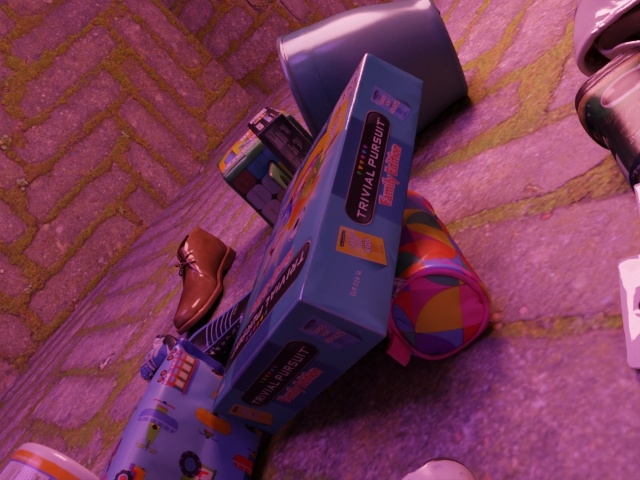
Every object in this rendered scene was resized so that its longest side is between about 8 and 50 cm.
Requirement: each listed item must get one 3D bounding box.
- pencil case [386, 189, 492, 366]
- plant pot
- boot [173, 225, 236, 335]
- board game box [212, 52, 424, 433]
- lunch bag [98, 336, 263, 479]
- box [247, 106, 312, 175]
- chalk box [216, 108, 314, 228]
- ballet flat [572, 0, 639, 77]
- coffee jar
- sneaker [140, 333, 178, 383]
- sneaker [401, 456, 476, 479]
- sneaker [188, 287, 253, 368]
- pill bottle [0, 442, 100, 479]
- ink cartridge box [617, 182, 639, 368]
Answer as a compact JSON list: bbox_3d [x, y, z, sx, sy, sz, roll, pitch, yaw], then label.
[{"bbox_3d":[0.094,0.025,0.609,0.104,0.104,0.236,-39,18,15],"label":"pencil case"},{"bbox_3d":[0.101,-0.276,1.004,0.255,0.272,0.272,-23,24,13],"label":"plant pot"},{"bbox_3d":[-0.265,0.076,1.216,0.112,0.115,0.305,-36,22,19],"label":"boot"},{"bbox_3d":[0.000,0.000,0.633,0.254,0.079,0.336,-54,16,48],"label":"board game box"},{"bbox_3d":[-0.206,0.290,0.660,0.293,0.138,0.221,-44,19,33],"label":"lunch bag"},{"bbox_3d":[-0.016,-0.111,0.923,0.051,0.220,0.175,-44,20,3],"label":"box"},{"bbox_3d":[-0.076,-0.134,1.163,0.179,0.180,0.289,-45,20,0],"label":"chalk box"},{"bbox_3d":[0.393,-0.237,0.529,0.139,0.139,0.400,-50,15,-16],"label":"ballet flat"},{"bbox_3d":[0.285,-0.100,0.498,0.096,0.079,0.184,-39,20,26],"label":"coffee jar"},{"bbox_3d":[-0.251,0.208,0.986,0.081,0.080,0.211,-60,14,-22],"label":"sneaker"},{"bbox_3d":[0.026,0.237,0.335,0.234,0.078,0.106,-45,16,-6],"label":"sneaker"},{"bbox_3d":[-0.124,0.142,0.835,0.232,0.081,0.090,-47,12,-10],"label":"sneaker"},{"bbox_3d":[-0.401,0.412,0.738,0.152,0.152,0.272,-24,28,46],"label":"pill bottle"},{"bbox_3d":[0.267,-0.004,0.354,0.198,0.067,0.115,-29,25,39],"label":"ink cartridge box"}]
